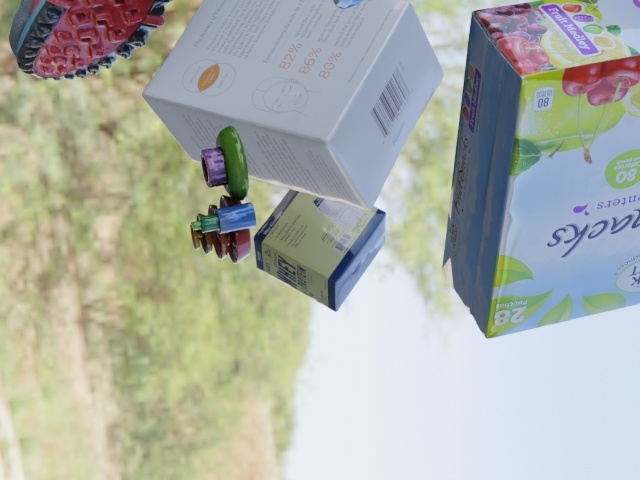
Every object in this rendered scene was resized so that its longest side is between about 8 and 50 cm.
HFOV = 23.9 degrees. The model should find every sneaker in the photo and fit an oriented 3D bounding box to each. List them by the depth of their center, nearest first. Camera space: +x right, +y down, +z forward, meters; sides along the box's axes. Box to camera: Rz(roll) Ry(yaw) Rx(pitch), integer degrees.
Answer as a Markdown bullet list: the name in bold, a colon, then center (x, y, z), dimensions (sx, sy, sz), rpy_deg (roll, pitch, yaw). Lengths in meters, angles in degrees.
- **sneaker**: center (-0.158, -0.243, 1.139), dimensions (0.125, 0.104, 0.262), rpy_deg (45, -74, 38)

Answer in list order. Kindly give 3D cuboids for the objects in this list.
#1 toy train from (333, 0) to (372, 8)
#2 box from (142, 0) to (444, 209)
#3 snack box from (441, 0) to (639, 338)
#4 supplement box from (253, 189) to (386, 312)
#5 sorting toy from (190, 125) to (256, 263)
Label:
- **toy train**: center (0.049, -0.204, 0.834), dimensions (0.080, 0.184, 0.105), rpy_deg (50, -20, 11)
- **box**: center (-0.019, -0.115, 1.115), dimensions (0.130, 0.170, 0.091), rpy_deg (-60, 146, -19)
- **snack box**: center (0.177, -0.049, 0.812), dimensions (0.070, 0.207, 0.174), rpy_deg (-117, -157, -46)
- **supplement box**: center (0.000, 0.000, 1.300), dimensions (0.083, 0.083, 0.056), rpy_deg (-54, 162, -24)
- **sorting toy**: center (-0.071, -0.025, 1.027), dimensions (0.061, 0.042, 0.102), rpy_deg (-120, -157, -54)
